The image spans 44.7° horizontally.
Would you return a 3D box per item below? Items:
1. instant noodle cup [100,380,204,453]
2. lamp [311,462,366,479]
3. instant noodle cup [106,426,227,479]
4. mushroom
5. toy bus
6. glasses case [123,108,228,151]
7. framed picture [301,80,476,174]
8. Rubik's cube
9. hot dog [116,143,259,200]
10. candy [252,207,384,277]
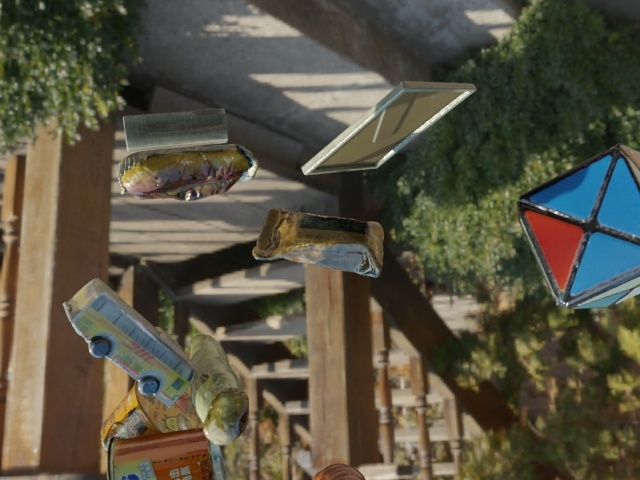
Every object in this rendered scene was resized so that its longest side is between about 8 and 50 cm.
[{"bbox_3d":[-0.417,0.451,1.892,0.172,0.216,0.215,-43,149,16],"label":"instant noodle cup"},{"bbox_3d":[0.049,0.725,2.130,0.196,0.223,0.223,16,156,-27],"label":"lamp"},{"bbox_3d":[-0.318,0.541,1.692,0.213,0.297,0.296,-14,164,-5],"label":"instant noodle cup"},{"bbox_3d":[-0.202,0.277,1.478,0.087,0.107,0.333,33,-178,-25],"label":"mushroom"},{"bbox_3d":[-0.335,0.184,1.384,0.268,0.106,0.092,49,174,-31],"label":"toy bus"},{"bbox_3d":[-0.294,-0.226,1.584,0.204,0.071,0.047,-7,180,-13],"label":"glasses case"},{"bbox_3d":[0.138,-0.227,1.598,0.240,0.020,0.324,-10,161,-43],"label":"framed picture"},{"bbox_3d":[0.576,-0.019,1.545,0.248,0.247,0.250,-32,157,36],"label":"Rubik's cube"},{"bbox_3d":[-0.246,-0.120,1.436,0.270,0.082,0.162,-9,168,-29],"label":"hot dog"},{"bbox_3d":[0.000,0.000,1.632,0.271,0.143,0.101,7,140,5],"label":"candy"}]
